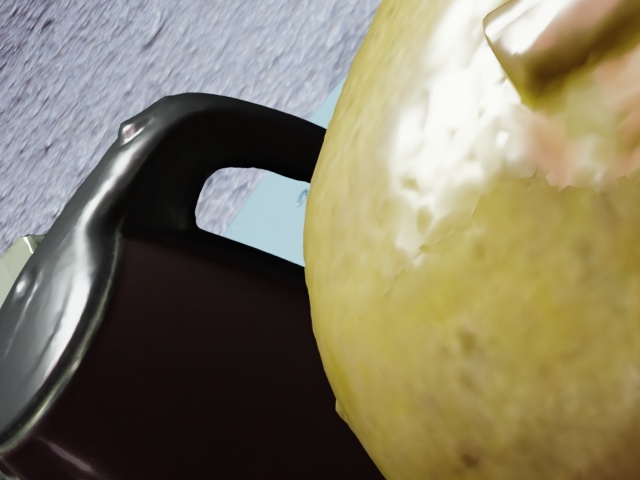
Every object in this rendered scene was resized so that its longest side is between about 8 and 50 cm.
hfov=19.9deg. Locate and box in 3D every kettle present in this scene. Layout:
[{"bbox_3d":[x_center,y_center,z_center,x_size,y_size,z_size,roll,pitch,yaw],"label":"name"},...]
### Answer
[{"bbox_3d":[-0.013,0.062,0.732,0.202,0.232,0.144,-59,25,0],"label":"kettle"}]

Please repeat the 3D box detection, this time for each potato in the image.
[{"bbox_3d":[0.121,-0.084,0.525,0.296,0.290,0.397,-37,36,20],"label":"potato"}]

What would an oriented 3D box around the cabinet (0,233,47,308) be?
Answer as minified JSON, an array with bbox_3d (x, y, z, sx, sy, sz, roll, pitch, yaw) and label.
[{"bbox_3d":[-0.125,0.116,0.938,0.206,0.145,0.150,-44,61,31],"label":"cabinet"}]

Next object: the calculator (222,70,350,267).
[{"bbox_3d":[0.000,0.000,1.014,0.302,0.042,0.188,-52,26,17],"label":"calculator"}]
